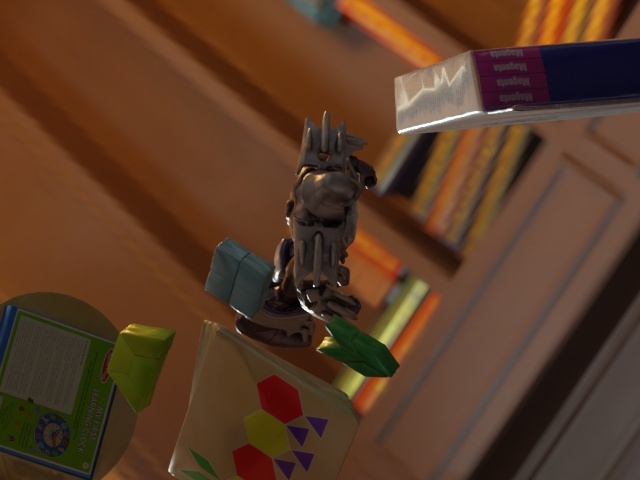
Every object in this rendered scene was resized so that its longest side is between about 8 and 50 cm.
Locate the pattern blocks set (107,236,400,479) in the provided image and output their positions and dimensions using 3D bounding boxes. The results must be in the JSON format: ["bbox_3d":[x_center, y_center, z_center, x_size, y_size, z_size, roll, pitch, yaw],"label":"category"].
[{"bbox_3d":[-0.046,0.160,1.449,0.285,0.325,0.026,39,-138,9],"label":"pattern blocks set"}]

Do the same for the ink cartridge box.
[{"bbox_3d":[0.266,-0.150,1.685,0.324,0.071,0.330,-6,180,-15],"label":"ink cartridge box"}]

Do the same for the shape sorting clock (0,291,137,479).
[{"bbox_3d":[-0.275,0.154,1.847,0.206,0.206,0.040,26,158,-23],"label":"shape sorting clock"}]

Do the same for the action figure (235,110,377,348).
[{"bbox_3d":[0.000,0.000,1.658,0.099,0.185,0.285,17,155,-4],"label":"action figure"}]
